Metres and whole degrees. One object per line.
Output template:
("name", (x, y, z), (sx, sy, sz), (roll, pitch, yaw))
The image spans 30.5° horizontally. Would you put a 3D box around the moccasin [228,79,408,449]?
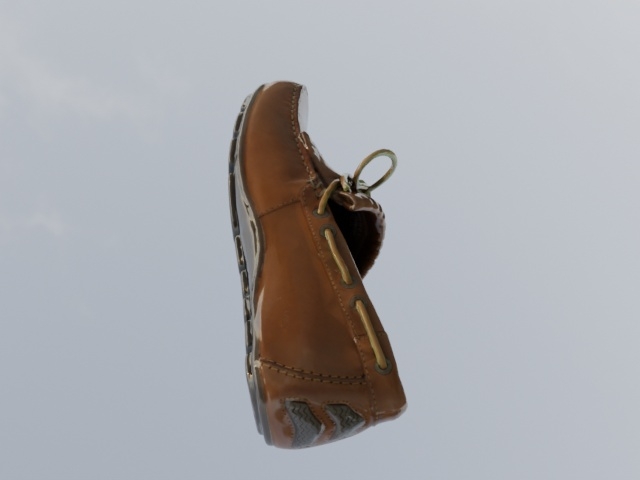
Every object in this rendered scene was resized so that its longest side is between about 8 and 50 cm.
("moccasin", (0.000, -0.002, 0.989), (0.147, 0.139, 0.380), (-8, -140, -2))
